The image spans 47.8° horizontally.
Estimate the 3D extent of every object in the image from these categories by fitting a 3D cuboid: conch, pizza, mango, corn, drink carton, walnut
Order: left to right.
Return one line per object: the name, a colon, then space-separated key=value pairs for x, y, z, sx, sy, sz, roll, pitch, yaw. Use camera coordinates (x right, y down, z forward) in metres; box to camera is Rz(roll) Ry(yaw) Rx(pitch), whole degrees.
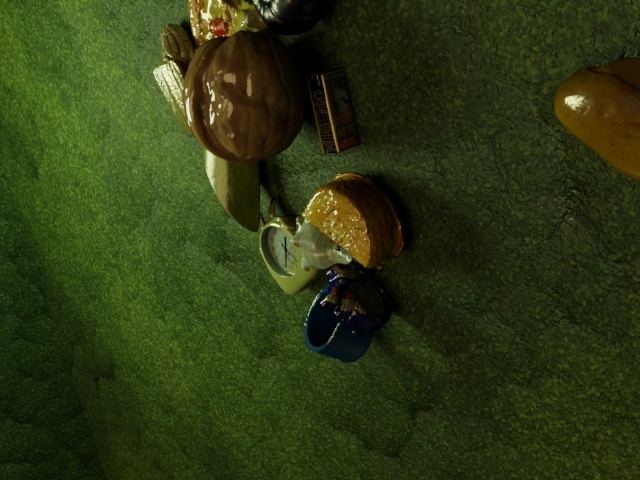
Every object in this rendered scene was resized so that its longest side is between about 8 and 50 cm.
corn: x=-0.344 y=-0.465 z=1.753 sx=0.211 sy=0.087 sz=0.087 roll=-107 pitch=22 yaw=-50
pizza: x=-0.203 y=-0.498 z=1.621 sx=0.288 sy=0.075 sz=0.280 roll=3 pitch=114 yaw=48
walnut: x=-0.161 y=-0.297 z=1.528 sx=0.296 sy=0.285 sz=0.285 roll=16 pitch=122 yaw=50
conch: x=-0.013 y=-0.005 z=1.606 sx=0.114 sy=0.234 sz=0.137 roll=38 pitch=108 yaw=-24
drink carton: x=0.026 y=-0.269 z=1.501 sx=0.056 sy=0.071 sz=0.165 roll=2 pitch=111 yaw=44
mango: x=0.458 y=-0.176 z=1.039 sx=0.262 sy=0.130 sz=0.167 roll=40 pitch=141 yaw=35

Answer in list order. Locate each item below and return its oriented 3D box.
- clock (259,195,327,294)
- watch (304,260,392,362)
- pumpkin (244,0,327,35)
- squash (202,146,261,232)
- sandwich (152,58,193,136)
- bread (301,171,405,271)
clock: x=-0.083 y=0.008 z=1.776 sx=0.232 sy=0.069 sz=0.170 roll=56 pitch=141 yaw=10
watch: x=0.048 y=0.167 z=1.639 sx=0.171 sy=0.196 sz=0.200 roll=28 pitch=125 yaw=-16
pumpkin: x=-0.066 y=-0.503 z=1.422 sx=0.194 sy=0.150 sz=0.194 roll=17 pitch=135 yaw=18
squash: x=-0.235 y=-0.147 z=1.796 sx=0.169 sy=0.093 sz=0.252 roll=12 pitch=107 yaw=42
sandwich: x=-0.278 y=-0.352 z=1.707 sx=0.117 sy=0.144 sz=0.187 roll=-8 pitch=114 yaw=48
bread: x=0.076 y=-0.053 z=1.508 sx=0.229 sy=0.143 sz=0.139 roll=38 pitch=136 yaw=24
